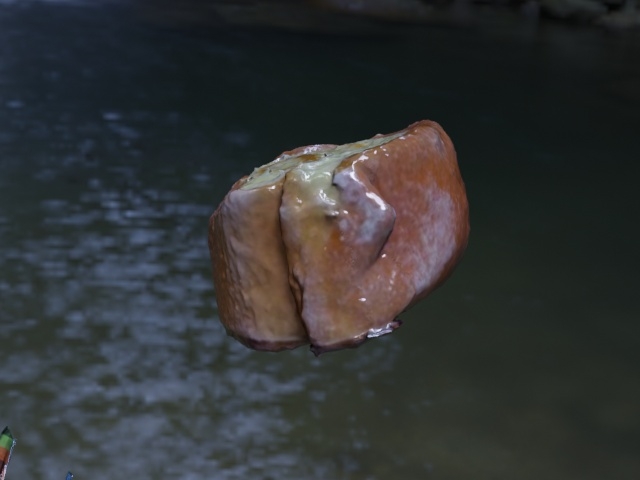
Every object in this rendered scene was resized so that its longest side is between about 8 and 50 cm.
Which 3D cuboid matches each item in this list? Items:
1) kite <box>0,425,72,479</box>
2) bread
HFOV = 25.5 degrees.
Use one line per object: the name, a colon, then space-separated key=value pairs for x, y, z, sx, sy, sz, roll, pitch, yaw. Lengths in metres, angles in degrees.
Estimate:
kite: x=-0.243 y=0.209 z=1.004 sx=0.010 sy=0.160 sz=0.183 roll=-4 pitch=-29 yaw=29
bread: x=0.012 y=-0.004 z=0.965 sx=0.190 sy=0.123 sz=0.244 roll=-18 pitch=7 yaw=-4
